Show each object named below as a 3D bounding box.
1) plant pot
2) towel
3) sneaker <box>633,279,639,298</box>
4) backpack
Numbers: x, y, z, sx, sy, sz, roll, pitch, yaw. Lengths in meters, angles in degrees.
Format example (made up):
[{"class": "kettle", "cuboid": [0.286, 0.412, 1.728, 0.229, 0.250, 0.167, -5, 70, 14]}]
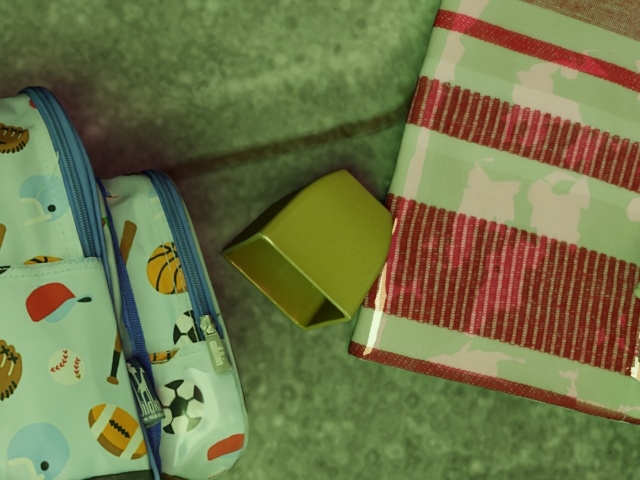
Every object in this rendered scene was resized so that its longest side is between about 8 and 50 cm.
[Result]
[{"class": "plant pot", "cuboid": [0.000, 0.000, 0.779, 0.081, 0.081, 0.083, 44, 68, -11]}, {"class": "towel", "cuboid": [0.171, -0.049, 0.824, 0.237, 0.037, 0.329, 15, 92, -11]}, {"class": "sneaker", "cuboid": [0.294, 0.114, 0.824, 0.152, 0.114, 0.305, -32, 115, -16]}, {"class": "backpack", "cuboid": [-0.168, 0.051, 0.633, 0.213, 0.276, 0.263, -15, 78, -32]}]
